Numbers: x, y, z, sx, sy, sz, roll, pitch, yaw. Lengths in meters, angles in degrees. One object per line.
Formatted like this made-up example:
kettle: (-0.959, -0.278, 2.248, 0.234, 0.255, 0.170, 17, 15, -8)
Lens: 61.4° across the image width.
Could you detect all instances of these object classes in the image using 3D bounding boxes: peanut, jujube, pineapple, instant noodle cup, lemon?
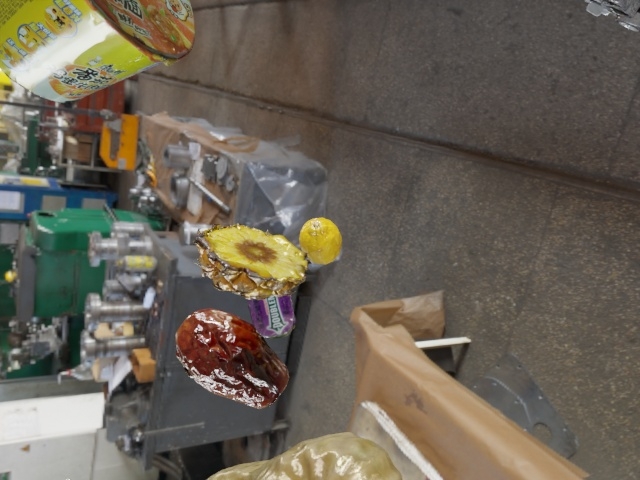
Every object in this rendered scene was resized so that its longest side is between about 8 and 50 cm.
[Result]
peanut: (-0.046, 0.302, 0.582, 0.325, 0.153, 0.140, -29, 75, 30)
jujube: (-0.217, 0.287, 1.309, 0.197, 0.290, 0.197, -54, 1, 2)
pineapple: (-0.121, 0.040, 0.932, 0.225, 0.224, 0.076, 45, 121, 49)
instant noodle cup: (-0.253, -0.247, 0.555, 0.152, 0.205, 0.205, -22, 67, 21)
lemon: (0.000, 0.000, 1.413, 0.155, 0.114, 0.114, 66, -178, -59)

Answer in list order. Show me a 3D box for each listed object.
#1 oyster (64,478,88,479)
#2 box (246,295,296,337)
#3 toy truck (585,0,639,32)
oyster: (-0.201, 0.251, 0.452, 0.100, 0.098, 0.037, -57, -20, -73)
box: (-0.112, 0.167, 1.290, 0.345, 0.097, 0.134, 104, 149, -78)
toy truck: (0.496, -0.475, 0.891, 0.178, 0.363, 0.177, 41, 117, 27)
